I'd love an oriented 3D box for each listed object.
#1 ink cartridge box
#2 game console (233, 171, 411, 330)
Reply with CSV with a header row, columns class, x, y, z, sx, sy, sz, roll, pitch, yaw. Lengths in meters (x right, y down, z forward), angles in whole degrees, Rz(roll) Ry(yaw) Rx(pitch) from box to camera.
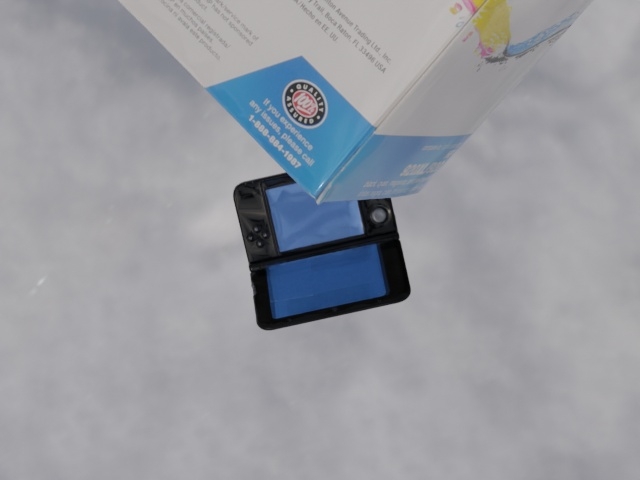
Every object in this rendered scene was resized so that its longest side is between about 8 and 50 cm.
class,x,y,z,sx,sy,sz,roll,pitch,yaw
ink cartridge box,0.045,-0.163,1.048,0.171,0.233,0.168,47,18,15
game console,0.000,0.000,1.508,0.122,0.071,0.107,-12,103,2
